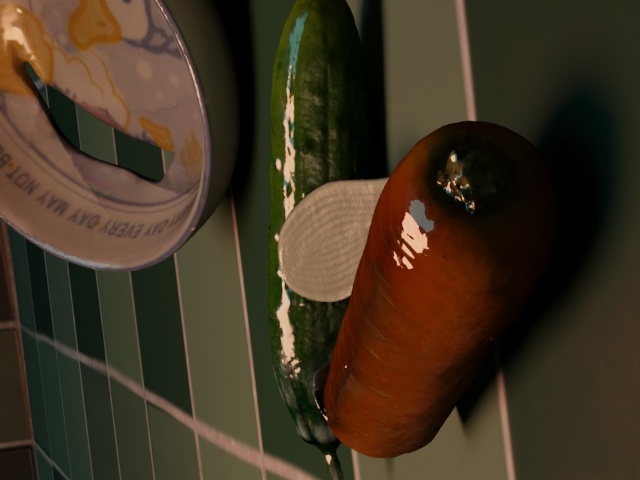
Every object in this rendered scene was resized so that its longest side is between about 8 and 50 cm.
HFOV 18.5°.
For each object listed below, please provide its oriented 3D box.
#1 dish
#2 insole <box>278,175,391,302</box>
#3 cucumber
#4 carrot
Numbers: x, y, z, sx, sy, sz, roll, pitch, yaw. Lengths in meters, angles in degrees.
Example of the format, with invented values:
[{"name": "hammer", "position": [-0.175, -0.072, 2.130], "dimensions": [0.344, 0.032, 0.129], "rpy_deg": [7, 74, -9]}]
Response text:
[{"name": "dish", "position": [-0.136, -0.128, 1.252], "dimensions": [0.273, 0.134, 0.273], "rpy_deg": [23, 131, 30]}, {"name": "insole", "position": [0.021, -0.002, 0.838], "dimensions": [0.153, 0.002, 0.053], "rpy_deg": [-10, 90, 57]}, {"name": "cucumber", "position": [0.000, 0.000, 0.923], "dimensions": [0.056, 0.056, 0.250], "rpy_deg": [-131, 39, -67]}, {"name": "carrot", "position": [0.042, 0.020, 0.739], "dimensions": [0.225, 0.067, 0.067], "rpy_deg": [110, 150, -64]}]
